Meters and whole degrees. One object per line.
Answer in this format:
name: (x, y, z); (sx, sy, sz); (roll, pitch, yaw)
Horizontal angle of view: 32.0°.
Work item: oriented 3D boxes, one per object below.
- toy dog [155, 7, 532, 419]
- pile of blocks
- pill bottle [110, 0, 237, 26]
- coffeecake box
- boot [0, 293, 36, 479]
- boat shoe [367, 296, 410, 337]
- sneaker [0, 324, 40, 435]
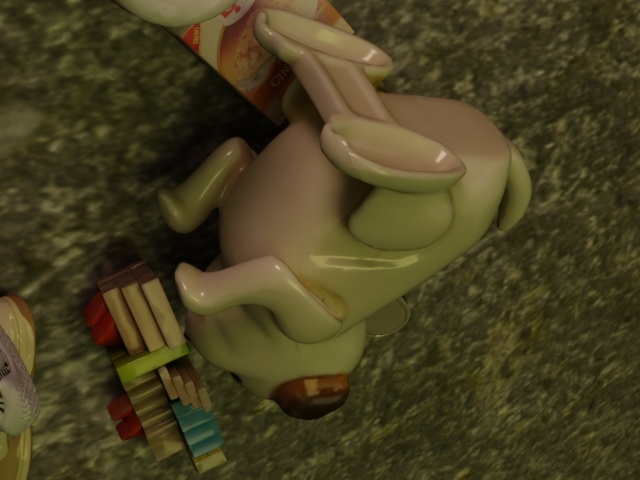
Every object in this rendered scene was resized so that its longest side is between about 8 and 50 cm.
toy dog: (0.000, 0.000, 1.248); (0.396, 0.284, 0.407); (4, 130, -42)
pile of blocks: (-0.202, 0.188, 1.344); (0.113, 0.149, 0.362); (-25, 131, -12)
pill bottle: (-0.176, -0.296, 0.941); (0.162, 0.278, 0.162); (-22, 130, -29)
coffeecake box: (-0.070, -0.238, 1.233); (0.142, 0.068, 0.185); (-51, 138, 0)
boot: (-0.413, 0.193, 1.191); (0.204, 0.095, 0.261); (-8, 116, -40)
boat shoe: (0.013, 0.011, 1.476); (0.112, 0.095, 0.335); (-32, 134, 7)
sneaker: (-0.448, 0.102, 1.023); (0.210, 0.137, 0.366); (-45, 113, 4)
